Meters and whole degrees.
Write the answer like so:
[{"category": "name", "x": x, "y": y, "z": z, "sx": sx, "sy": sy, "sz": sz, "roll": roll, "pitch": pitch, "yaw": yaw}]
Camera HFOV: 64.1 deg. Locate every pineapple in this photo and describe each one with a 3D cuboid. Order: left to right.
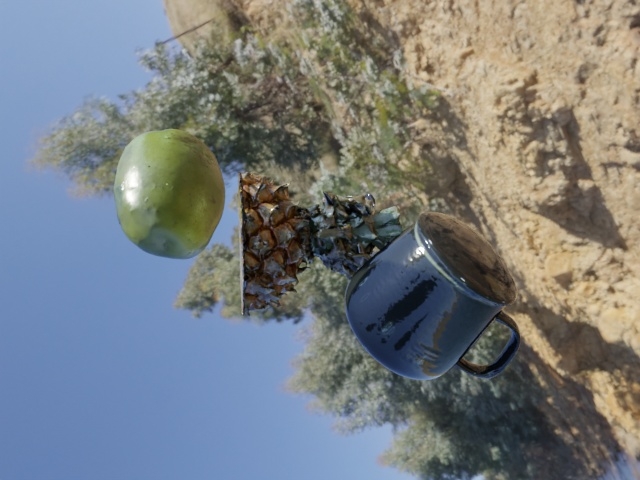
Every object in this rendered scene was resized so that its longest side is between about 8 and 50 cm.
[{"category": "pineapple", "x": 0.000, "y": 0.000, "z": 0.859, "sx": 0.262, "sy": 0.272, "sz": 0.262, "roll": 178, "pitch": 90, "yaw": -81}]

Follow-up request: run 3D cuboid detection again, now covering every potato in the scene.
[{"category": "potato", "x": -0.301, "y": -0.098, "z": 1.023, "sx": 0.215, "sy": 0.216, "sz": 0.304, "roll": 56, "pitch": -167, "yaw": -38}]

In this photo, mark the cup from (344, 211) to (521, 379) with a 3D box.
[{"category": "cup", "x": 0.155, "y": 0.080, "z": 0.636, "sx": 0.223, "sy": 0.176, "sz": 0.169, "roll": 34, "pitch": -152, "yaw": -5}]
